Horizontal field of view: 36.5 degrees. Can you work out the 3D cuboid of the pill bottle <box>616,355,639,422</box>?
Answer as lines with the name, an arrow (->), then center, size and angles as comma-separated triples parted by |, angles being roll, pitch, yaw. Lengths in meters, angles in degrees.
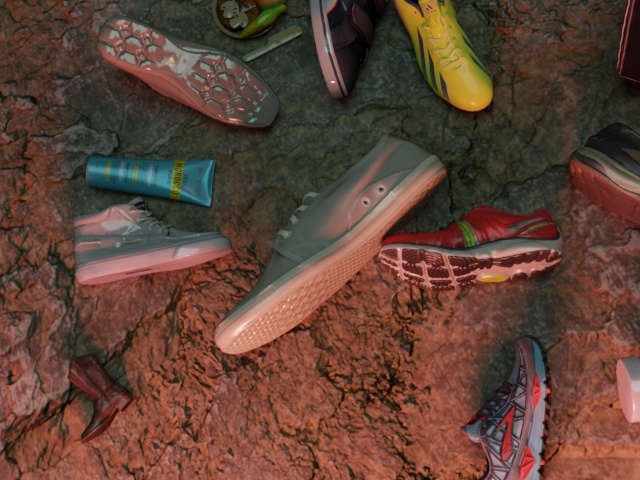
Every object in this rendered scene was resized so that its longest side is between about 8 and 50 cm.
pill bottle -> 0.559, 0.195, 1.359 | 0.264, 0.146, 0.146 | -6, 73, 5

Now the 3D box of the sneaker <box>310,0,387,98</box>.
sneaker -> 0.049, -0.393, 1.607 | 0.127, 0.126, 0.321 | -9, 71, 10

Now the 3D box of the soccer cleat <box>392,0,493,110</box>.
soccer cleat -> 0.191, -0.339, 1.576 | 0.093, 0.121, 0.289 | -25, 72, -1

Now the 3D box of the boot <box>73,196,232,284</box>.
boot -> -0.274, -0.013, 1.546 | 0.258, 0.095, 0.123 | -11, 79, 5

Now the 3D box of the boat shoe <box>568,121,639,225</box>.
boat shoe -> 0.546, -0.061, 1.447 | 0.355, 0.132, 0.130 | 37, 81, 14

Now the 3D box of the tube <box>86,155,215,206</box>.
tube -> -0.280, -0.104, 1.605 | 0.207, 0.052, 0.080 | 5, 84, 2

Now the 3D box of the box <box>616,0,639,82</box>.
box -> 0.742, -0.420, 1.366 | 0.480, 0.297, 0.472 | 22, 75, 18

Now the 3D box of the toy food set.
toy food set -> -0.125, -0.411, 1.679 | 0.132, 0.038, 0.192 | -30, 72, -3

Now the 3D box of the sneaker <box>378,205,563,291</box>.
sneaker -> 0.229, 0.003, 1.497 | 0.279, 0.107, 0.118 | -2, 55, 3

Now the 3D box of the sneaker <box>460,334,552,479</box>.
sneaker -> 0.266, 0.261, 1.398 | 0.125, 0.104, 0.262 | 6, 74, 11

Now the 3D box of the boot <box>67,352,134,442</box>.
boot -> -0.365, 0.243, 1.512 | 0.114, 0.037, 0.106 | 42, 69, 13

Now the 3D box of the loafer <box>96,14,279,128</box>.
loafer -> -0.215, -0.281, 1.616 | 0.319, 0.111, 0.112 | 28, 95, -3

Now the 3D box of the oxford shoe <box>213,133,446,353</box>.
oxford shoe -> 0.000, 0.000, 1.477 | 0.449, 0.169, 0.130 | -43, 76, -14
